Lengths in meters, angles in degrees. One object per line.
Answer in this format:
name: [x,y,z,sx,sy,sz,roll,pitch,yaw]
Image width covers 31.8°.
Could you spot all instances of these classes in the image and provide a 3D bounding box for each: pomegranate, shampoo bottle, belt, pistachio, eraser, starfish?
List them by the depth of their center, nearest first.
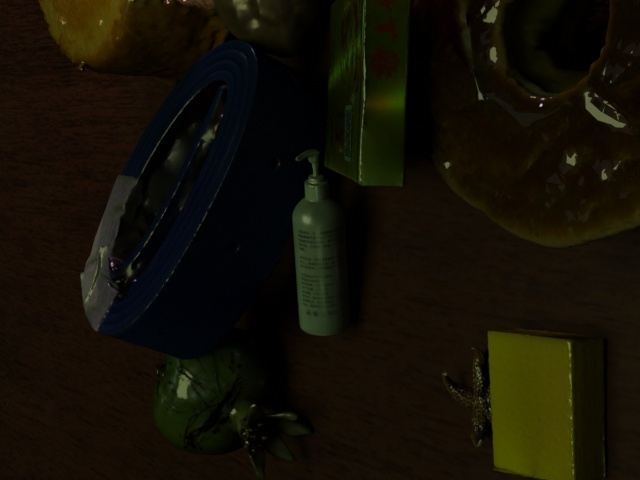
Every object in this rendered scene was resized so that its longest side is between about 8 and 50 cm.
eraser: [0.189,0.138,0.948,0.097,0.045,0.122,2,94,52]
starfish: [0.144,0.142,1.024,0.078,0.028,0.091,-9,82,50]
shampoo bottle: [0.000,0.000,1.152,0.056,0.056,0.195,25,124,50]
belt: [-0.129,-0.043,1.219,0.212,0.117,0.347,39,102,51]
pistachio: [-0.065,-0.276,1.227,0.185,0.108,0.126,63,180,37]
pomegranate: [-0.105,0.187,1.278,0.191,0.131,0.152,38,118,38]

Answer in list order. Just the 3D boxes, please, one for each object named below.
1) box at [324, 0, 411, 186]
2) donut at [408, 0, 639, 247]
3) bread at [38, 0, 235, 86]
box: [0.039,-0.141,1.011,0.311,0.043,0.173,-129,40,-83]
donut: [0.209,-0.159,0.828,0.330,0.160,0.330,18,113,49]
bread: [-0.238,-0.297,1.372,0.340,0.194,0.179,53,129,32]
